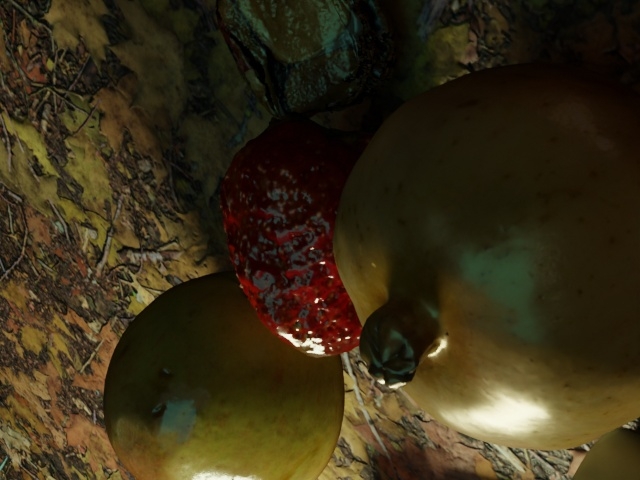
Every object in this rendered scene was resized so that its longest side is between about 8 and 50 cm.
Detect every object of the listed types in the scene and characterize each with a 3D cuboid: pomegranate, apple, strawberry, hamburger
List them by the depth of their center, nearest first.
[{"bbox_3d":[0.196,0.020,1.264,0.411,0.411,0.412,24,130,32],"label":"pomegranate"},{"bbox_3d":[-0.014,-0.253,1.518,0.231,0.107,0.231,20,124,34],"label":"hamburger"},{"bbox_3d":[0.000,0.000,1.526,0.257,0.257,0.277,-20,59,49],"label":"strawberry"},{"bbox_3d":[-0.127,0.193,1.752,0.338,0.338,0.305,34,117,24],"label":"apple"}]

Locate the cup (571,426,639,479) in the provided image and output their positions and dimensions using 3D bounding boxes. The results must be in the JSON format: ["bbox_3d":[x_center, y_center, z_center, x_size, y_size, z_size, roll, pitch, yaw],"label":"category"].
[{"bbox_3d":[0.391,0.360,1.465,0.202,0.173,0.255,27,131,32],"label":"cup"}]
